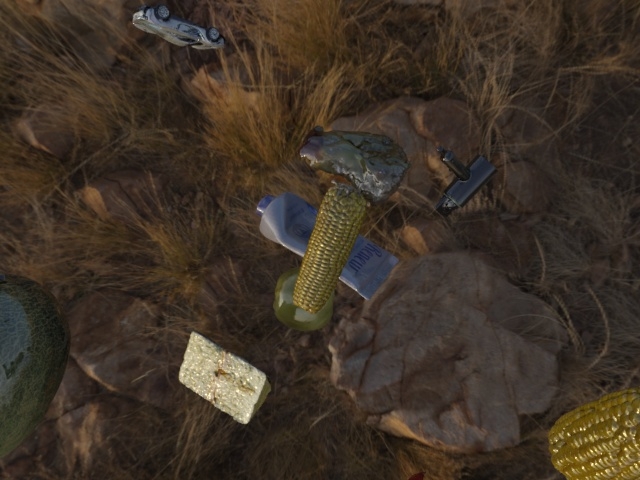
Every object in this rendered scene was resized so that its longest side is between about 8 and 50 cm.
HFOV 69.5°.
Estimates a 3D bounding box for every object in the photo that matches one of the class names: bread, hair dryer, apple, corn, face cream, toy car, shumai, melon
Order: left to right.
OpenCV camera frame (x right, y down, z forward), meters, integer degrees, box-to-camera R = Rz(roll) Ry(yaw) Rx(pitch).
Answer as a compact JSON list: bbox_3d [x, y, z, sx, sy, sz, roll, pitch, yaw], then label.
[{"bbox_3d":[-0.562,0.212,0.771,0.248,0.248,0.329,17,93,4],"label":"melon"},{"bbox_3d":[-0.139,-0.210,0.465,0.093,0.041,0.025,9,96,-37],"label":"toy car"},{"bbox_3d":[-0.298,0.441,1.638,0.345,0.405,0.242,23,98,14],"label":"bread"},{"bbox_3d":[-0.063,0.222,1.820,0.262,0.262,0.262,0,82,1],"label":"apple"},{"bbox_3d":[0.000,0.000,1.293,0.420,0.235,0.137,31,124,13],"label":"face cream"},{"bbox_3d":[0.020,0.021,1.033,0.106,0.106,0.305,20,100,4],"label":"corn"},{"bbox_3d":[0.101,-0.270,1.421,0.283,0.346,0.217,35,112,-21],"label":"shumai"},{"bbox_3d":[0.358,-0.178,1.267,0.195,0.248,0.078,-48,46,13],"label":"hair dryer"},{"bbox_3d":[0.457,0.306,0.712,0.130,0.347,0.130,0,55,0],"label":"corn"}]

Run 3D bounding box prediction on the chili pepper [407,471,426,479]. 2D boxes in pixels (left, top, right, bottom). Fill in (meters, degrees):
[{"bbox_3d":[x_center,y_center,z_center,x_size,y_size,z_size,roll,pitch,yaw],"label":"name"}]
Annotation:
[{"bbox_3d":[0.304,0.896,1.432,0.137,0.092,0.368,20,43,-17],"label":"chili pepper"}]
